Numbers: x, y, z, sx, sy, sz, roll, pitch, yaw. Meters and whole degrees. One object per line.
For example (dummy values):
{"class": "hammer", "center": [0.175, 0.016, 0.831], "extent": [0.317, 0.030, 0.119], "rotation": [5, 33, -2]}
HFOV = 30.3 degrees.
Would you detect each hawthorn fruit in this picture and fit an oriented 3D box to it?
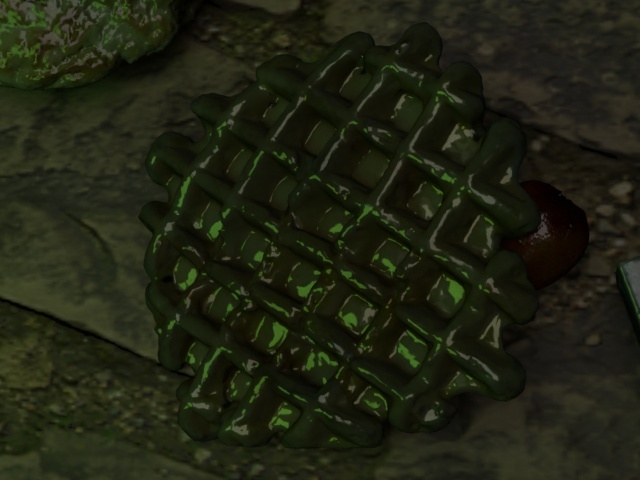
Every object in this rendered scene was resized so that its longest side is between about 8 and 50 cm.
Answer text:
{"class": "hawthorn fruit", "center": [0.146, -0.003, 0.810], "extent": [0.077, 0.077, 0.077], "rotation": [-3, 78, 13]}

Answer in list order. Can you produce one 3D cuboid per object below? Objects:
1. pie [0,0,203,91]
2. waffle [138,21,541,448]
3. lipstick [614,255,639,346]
{"class": "pie", "center": [-0.191, -0.216, 0.924], "extent": [0.248, 0.090, 0.201], "rotation": [-16, 86, 10]}
{"class": "waffle", "center": [0.000, 0.000, 0.821], "extent": [0.309, 0.056, 0.292], "rotation": [-13, 75, 27]}
{"class": "lipstick", "center": [0.282, 0.180, 0.732], "extent": [0.076, 0.080, 0.371], "rotation": [-19, 74, 8]}
